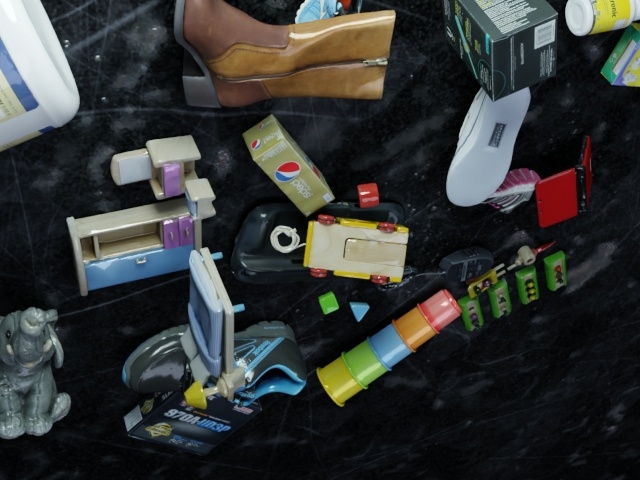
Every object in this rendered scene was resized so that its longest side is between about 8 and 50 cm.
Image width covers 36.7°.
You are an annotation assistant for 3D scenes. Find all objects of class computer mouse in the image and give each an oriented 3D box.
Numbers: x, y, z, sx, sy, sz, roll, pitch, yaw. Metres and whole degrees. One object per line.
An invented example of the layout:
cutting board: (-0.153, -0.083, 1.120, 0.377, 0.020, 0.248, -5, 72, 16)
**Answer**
computer mouse: (0.221, 0.054, 1.871, 0.242, 0.041, 0.071, -10, 141, -11)

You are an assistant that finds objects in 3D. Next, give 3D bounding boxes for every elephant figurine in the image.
elephant figurine: (-0.468, 0.175, 1.525, 0.169, 0.185, 0.240, -28, 130, -61)

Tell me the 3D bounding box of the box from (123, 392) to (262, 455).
box: (-0.251, 0.340, 1.907, 0.175, 0.051, 0.220, -40, 140, 16)

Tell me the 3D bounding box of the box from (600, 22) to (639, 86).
box: (0.578, -0.312, 1.647, 0.179, 0.043, 0.105, -4, 137, -29)

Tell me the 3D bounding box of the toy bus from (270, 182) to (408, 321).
toy bus: (0.044, 0.010, 1.583, 0.191, 0.104, 0.202, -37, 98, 0)

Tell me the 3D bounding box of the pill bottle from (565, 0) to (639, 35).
pill bottle: (0.446, -0.358, 1.498, 0.116, 0.065, 0.065, -14, 140, -17)

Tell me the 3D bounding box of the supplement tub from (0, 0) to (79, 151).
supplement tub: (-0.451, -0.178, 1.054, 0.316, 0.228, 0.228, -24, 142, -4)

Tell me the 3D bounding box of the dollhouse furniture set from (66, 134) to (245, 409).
dollhouse furniture set: (-0.236, 0.065, 1.397, 0.198, 0.303, 0.286, -14, 140, -18)

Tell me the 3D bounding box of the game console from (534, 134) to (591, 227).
game console: (0.453, -0.109, 1.791, 0.085, 0.124, 0.144, 5, 147, 20)

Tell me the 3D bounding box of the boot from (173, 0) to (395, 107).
boot: (-0.043, -0.266, 1.234, 0.280, 0.096, 0.264, -3, 140, -2)

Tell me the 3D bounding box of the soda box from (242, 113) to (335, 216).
soda box: (-0.048, -0.114, 1.496, 0.058, 0.061, 0.181, -32, 142, 8)

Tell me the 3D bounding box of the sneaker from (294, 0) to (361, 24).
sneaker: (0.016, -0.308, 1.300, 0.063, 0.073, 0.162, -1, 135, -30)

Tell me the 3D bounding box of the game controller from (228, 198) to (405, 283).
game controller: (0.000, 0.000, 1.669, 0.319, 0.067, 0.167, -2, 121, -29)

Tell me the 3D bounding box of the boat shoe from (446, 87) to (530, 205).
boat shoe: (0.277, -0.173, 1.596, 0.095, 0.084, 0.258, 16, 128, -11)

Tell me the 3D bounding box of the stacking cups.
stacking cups: (0.145, 0.214, 1.969, 0.316, 0.096, 0.096, -35, 141, 5)

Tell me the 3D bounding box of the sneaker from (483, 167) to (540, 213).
sneaker: (0.319, -0.081, 1.743, 0.170, 0.063, 0.075, -11, 134, -27)

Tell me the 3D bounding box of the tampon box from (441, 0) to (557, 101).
tampon box: (0.251, -0.305, 1.369, 0.101, 0.161, 0.120, -23, 143, -5)

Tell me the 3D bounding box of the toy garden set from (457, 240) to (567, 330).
toy garden set: (0.404, 0.092, 2.002, 0.244, 0.049, 0.204, -26, 142, -1)

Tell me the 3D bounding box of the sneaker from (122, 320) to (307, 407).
sneaker: (-0.184, 0.230, 1.746, 0.340, 0.140, 0.125, -7, 134, -24)
